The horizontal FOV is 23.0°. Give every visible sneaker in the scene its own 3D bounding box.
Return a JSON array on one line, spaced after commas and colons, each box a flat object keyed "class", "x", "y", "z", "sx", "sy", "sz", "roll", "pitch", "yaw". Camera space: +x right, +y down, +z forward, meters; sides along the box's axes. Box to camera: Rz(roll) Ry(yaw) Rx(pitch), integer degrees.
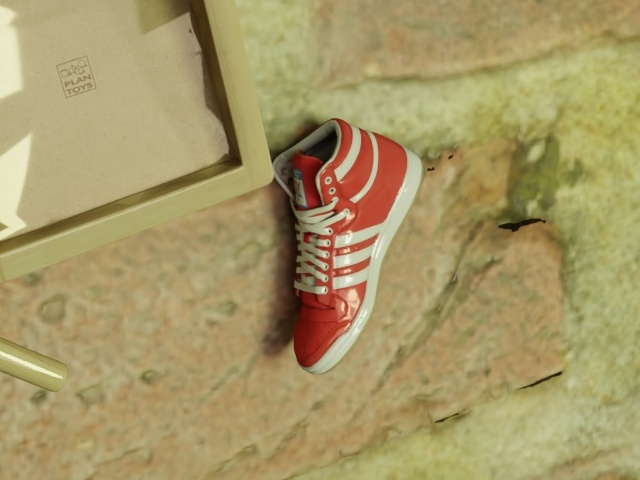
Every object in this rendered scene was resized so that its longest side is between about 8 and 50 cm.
[{"class": "sneaker", "x": 0.000, "y": 0.000, "z": 0.740, "sx": 0.067, "sy": 0.042, "sz": 0.118, "roll": 28, "pitch": 80, "yaw": -38}]

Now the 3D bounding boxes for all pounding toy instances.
[{"class": "pounding toy", "x": -0.134, "y": -0.035, "z": 0.624, "sx": 0.206, "sy": 0.094, "sz": 0.181, "roll": -21, "pitch": 119, "yaw": -16}]
